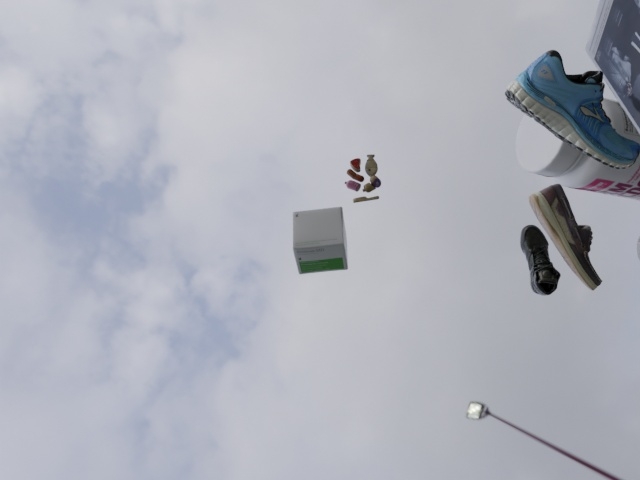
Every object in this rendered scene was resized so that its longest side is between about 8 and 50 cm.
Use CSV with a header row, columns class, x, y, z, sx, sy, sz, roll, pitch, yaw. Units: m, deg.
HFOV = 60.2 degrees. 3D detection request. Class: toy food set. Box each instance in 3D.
class,x,y,z,sx,sy,sz,roll,pitch,yaw
toy food set,0.088,-0.137,1.180,0.078,0.122,0.019,-9,-34,2

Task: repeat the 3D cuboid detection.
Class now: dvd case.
class,x,y,z,sx,sy,sz,roll,pitch,yaw
dvd case,0.381,-0.214,0.623,0.030,0.238,0.179,-12,-33,3

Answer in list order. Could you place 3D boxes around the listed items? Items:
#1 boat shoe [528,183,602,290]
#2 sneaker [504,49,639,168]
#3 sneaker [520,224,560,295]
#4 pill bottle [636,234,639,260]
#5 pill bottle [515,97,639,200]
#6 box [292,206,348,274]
class,x,y,z,sx,sy,sz,roll,pitch,yaw
boat shoe,0.625,-0.010,1.365,0.092,0.103,0.285,-33,-90,13
sneaker,0.268,-0.130,0.553,0.162,0.063,0.073,28,-70,-19
sneaker,0.683,0.062,1.706,0.087,0.130,0.227,-10,-89,4
pill bottle,0.875,0.014,1.313,0.194,0.108,0.108,-8,-71,-3
pill bottle,0.503,-0.161,0.967,0.283,0.160,0.160,8,-83,-15
box,0.000,0.000,1.087,0.101,0.102,0.087,-6,-42,5
